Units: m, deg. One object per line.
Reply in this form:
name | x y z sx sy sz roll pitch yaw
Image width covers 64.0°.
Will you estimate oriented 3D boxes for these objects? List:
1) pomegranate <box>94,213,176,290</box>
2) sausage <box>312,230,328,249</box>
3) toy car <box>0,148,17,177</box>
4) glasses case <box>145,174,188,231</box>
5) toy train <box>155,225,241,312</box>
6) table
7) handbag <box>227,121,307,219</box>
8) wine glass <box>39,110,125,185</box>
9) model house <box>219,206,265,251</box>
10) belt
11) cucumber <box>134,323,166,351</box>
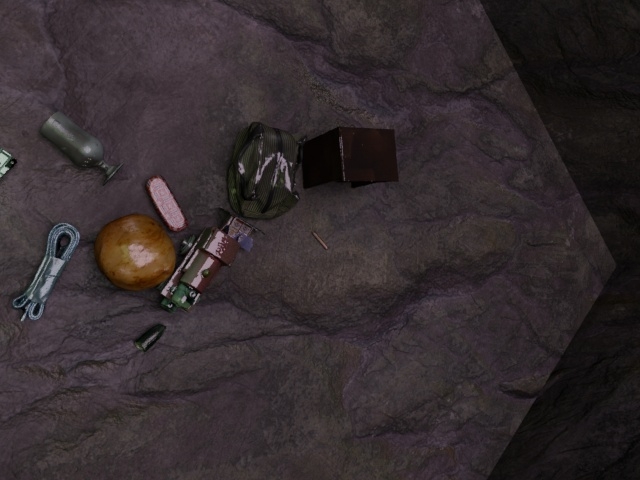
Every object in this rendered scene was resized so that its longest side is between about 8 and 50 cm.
pomegranate | -0.548 0.037 1.534 0.249 0.248 0.247 2 86 -31
sausage | 0.000 0.000 1.993 0.100 0.015 0.015 49 65 -20
toy car | -0.917 -0.190 1.425 0.073 0.054 0.143 38 71 -26
glasses case | -0.505 -0.117 1.672 0.073 0.049 0.194 -32 104 -27
toy train | -0.392 0.096 1.629 0.150 0.222 0.304 38 68 -24
table | 0.102 -0.295 1.915 0.251 0.282 0.196 -6 90 -32
handbag | -0.178 -0.244 1.771 0.248 0.240 0.340 9 84 -26
wine glass | -0.708 -0.276 1.527 0.231 0.103 0.103 43 67 -19
model house | -0.290 -0.033 1.776 0.167 0.117 0.088 32 88 -27
belt | -0.791 0.090 1.477 0.087 0.072 0.302 30 71 -31
cucumber | -0.538 0.304 1.631 0.105 0.048 0.048 -45 110 -27
